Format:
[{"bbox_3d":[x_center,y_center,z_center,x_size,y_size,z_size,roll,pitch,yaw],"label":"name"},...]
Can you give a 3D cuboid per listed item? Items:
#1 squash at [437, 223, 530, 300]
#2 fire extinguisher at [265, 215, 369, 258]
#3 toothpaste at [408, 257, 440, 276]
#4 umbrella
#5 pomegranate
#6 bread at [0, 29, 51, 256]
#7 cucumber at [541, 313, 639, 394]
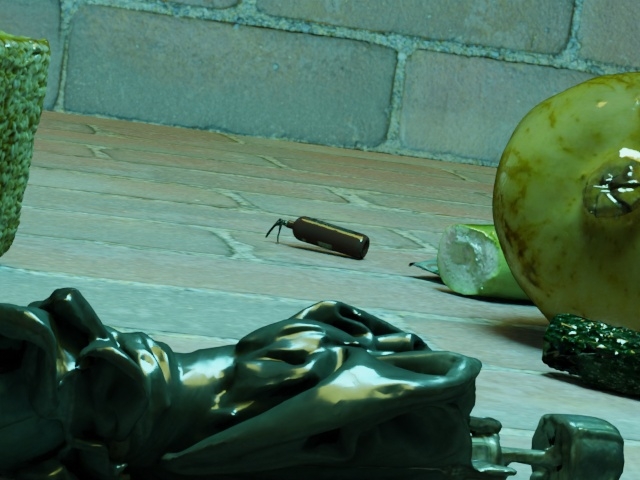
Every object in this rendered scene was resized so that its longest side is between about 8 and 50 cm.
[{"bbox_3d":[0.221,0.020,1.695,0.250,0.083,0.083,0,10,-35],"label":"squash"},{"bbox_3d":[0.002,-0.006,1.821,0.100,0.032,0.046,17,20,21],"label":"fire extinguisher"},{"bbox_3d":[0.162,0.021,1.785,0.056,0.036,0.205,15,13,35],"label":"toothpaste"},{"bbox_3d":[-0.020,0.074,0.871,0.348,0.094,0.143,8,11,-18],"label":"umbrella"},{"bbox_3d":[0.252,-0.021,1.446,0.248,0.248,0.248,8,7,-1],"label":"pomegranate"},{"bbox_3d":[-0.306,-0.070,1.357,0.110,0.184,0.234,15,7,24],"label":"bread"},{"bbox_3d":[0.262,0.094,1.247,0.256,0.043,0.044,13,13,31],"label":"cucumber"}]
